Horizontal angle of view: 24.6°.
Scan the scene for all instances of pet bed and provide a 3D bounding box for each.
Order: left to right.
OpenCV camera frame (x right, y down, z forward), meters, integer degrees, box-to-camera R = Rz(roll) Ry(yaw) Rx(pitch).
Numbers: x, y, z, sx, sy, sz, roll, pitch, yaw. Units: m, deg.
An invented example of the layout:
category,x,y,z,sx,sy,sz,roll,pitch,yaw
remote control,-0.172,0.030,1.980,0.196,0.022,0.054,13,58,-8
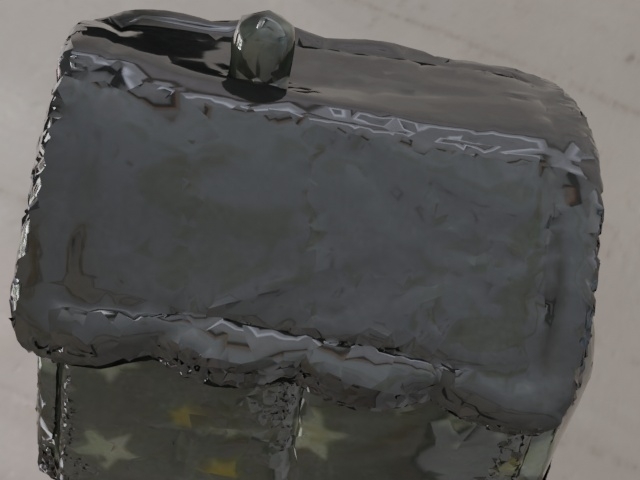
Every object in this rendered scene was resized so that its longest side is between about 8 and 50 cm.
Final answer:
category,x,y,z,sx,sy,sz,roll,pitch,yaw
pet bed,0.000,0.000,0.560,0.211,0.183,0.159,8,137,-3
